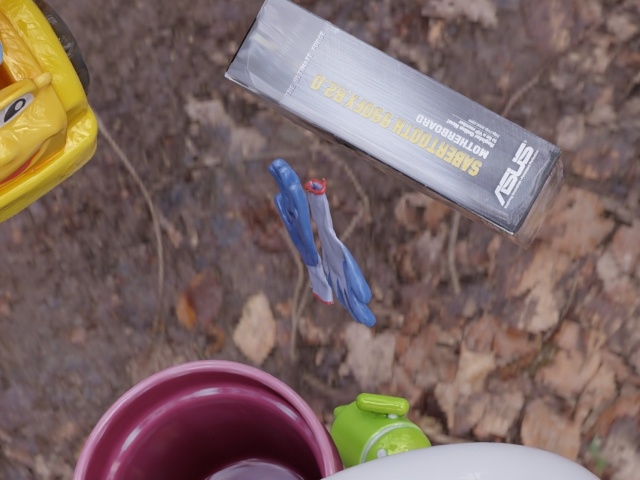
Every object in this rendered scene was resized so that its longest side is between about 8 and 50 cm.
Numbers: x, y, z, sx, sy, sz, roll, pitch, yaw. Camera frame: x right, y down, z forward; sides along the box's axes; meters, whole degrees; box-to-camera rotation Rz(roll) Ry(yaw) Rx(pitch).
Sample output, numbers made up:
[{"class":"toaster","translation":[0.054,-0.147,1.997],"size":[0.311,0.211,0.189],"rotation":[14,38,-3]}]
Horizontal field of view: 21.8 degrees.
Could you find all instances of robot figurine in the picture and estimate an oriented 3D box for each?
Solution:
[{"class":"robot figurine","translation":[0.052,0.176,1.403],"size":[0.067,0.101,0.115],"rotation":[-1,19,-29]}]

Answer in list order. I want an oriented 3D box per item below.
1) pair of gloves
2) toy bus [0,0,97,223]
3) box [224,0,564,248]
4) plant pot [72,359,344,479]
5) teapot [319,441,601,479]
[{"class":"pair of gloves","translation":[0.000,0.000,1.638],"size":[0.023,0.198,0.159],"rotation":[-22,109,-13]},{"class":"toy bus","translation":[-0.198,-0.126,0.766],"size":[0.149,0.211,0.220],"rotation":[-34,84,-24]},{"class":"box","translation":[0.054,-0.064,0.994],"size":[0.183,0.231,0.056],"rotation":[29,92,8]},{"class":"plant pot","translation":[-0.069,0.209,1.267],"size":[0.201,0.180,0.201],"rotation":[-4,71,10]},{"class":"teapot","translation":[0.059,0.230,0.796],"size":[0.256,0.252,0.187],"rotation":[-19,51,4]}]
